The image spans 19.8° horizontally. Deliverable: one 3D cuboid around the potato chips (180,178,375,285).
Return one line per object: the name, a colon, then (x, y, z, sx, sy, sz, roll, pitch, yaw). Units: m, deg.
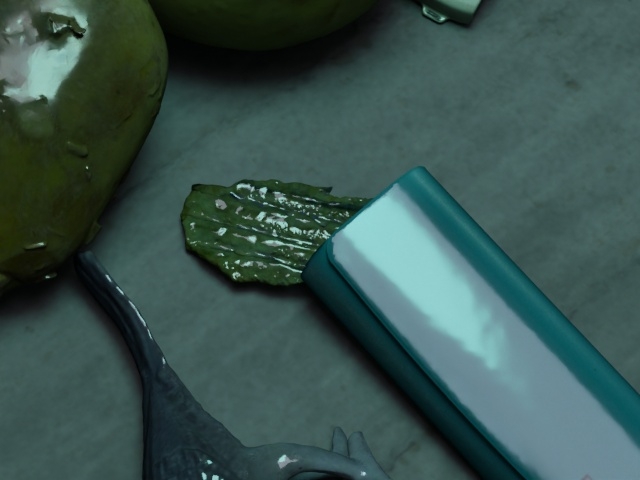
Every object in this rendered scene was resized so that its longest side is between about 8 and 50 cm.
potato chips: (0.000, 0.000, 1.323, 0.208, 0.028, 0.092, 9, 60, 1)

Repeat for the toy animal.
toy animal: (-0.055, 0.160, 1.202, 0.206, 0.081, 0.367, -2, 58, -8)

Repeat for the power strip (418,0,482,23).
power strip: (0.147, -0.283, 1.417, 0.060, 0.027, 0.252, 29, 94, 8)

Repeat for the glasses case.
glasses case: (0.129, 0.091, 1.248, 0.117, 0.070, 0.301, -39, 79, -21)

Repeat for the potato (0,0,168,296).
potato: (-0.223, -0.078, 1.258, 0.192, 0.141, 0.296, 28, 87, 0)

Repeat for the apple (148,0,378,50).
apple: (-0.055, -0.290, 1.345, 0.292, 0.254, 0.292, 6, 59, -11)
